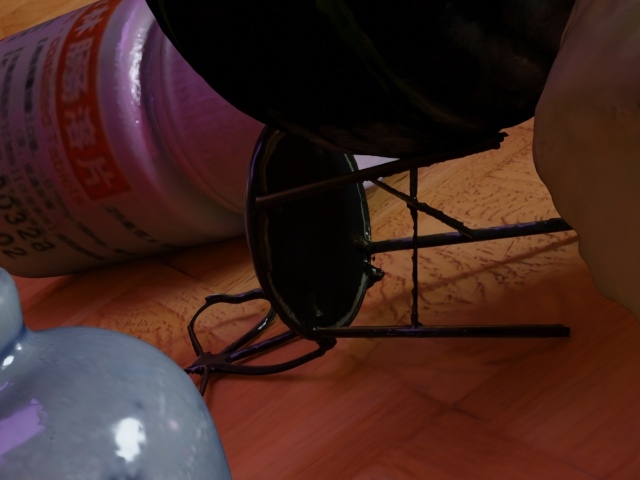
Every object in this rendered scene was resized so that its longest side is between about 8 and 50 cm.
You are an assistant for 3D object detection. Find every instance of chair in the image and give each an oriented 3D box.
[{"bbox_3d":[0.000,0.000,0.940,0.325,0.170,0.160,-9,28,29],"label":"chair"}]

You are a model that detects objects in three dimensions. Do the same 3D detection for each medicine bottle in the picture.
[{"bbox_3d":[-0.132,-0.098,1.258,0.388,0.219,0.219,-11,26,40],"label":"medicine bottle"}]

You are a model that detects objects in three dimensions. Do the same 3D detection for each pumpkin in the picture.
[{"bbox_3d":[0.058,-0.175,0.793,0.295,0.296,0.296,-25,20,10],"label":"pumpkin"}]

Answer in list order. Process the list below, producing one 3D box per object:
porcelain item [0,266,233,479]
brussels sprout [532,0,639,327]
[{"bbox_3d":[-0.079,0.132,0.548,0.141,0.259,0.141,-25,17,8],"label":"porcelain item"},{"bbox_3d":[0.263,-0.097,0.627,0.371,0.276,0.314,-42,15,-35],"label":"brussels sprout"}]
